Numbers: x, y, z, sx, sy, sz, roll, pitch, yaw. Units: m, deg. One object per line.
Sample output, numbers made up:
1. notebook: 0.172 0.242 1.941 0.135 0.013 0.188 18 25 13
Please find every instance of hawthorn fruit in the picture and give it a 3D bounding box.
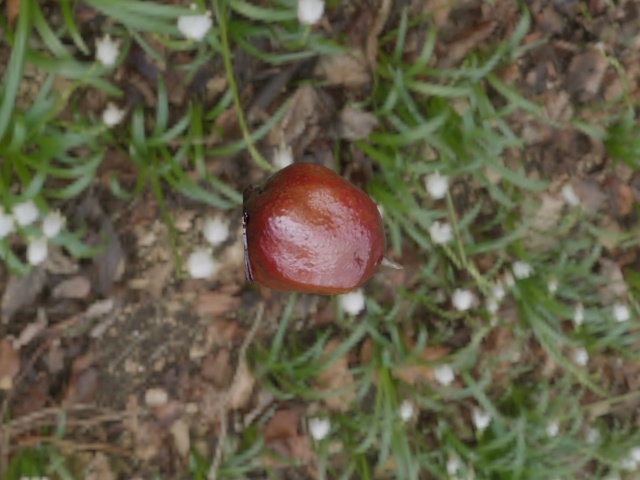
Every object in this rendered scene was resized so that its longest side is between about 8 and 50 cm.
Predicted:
1. hawthorn fruit: 0.000 0.000 1.748 0.251 0.189 0.189 24 134 -6
